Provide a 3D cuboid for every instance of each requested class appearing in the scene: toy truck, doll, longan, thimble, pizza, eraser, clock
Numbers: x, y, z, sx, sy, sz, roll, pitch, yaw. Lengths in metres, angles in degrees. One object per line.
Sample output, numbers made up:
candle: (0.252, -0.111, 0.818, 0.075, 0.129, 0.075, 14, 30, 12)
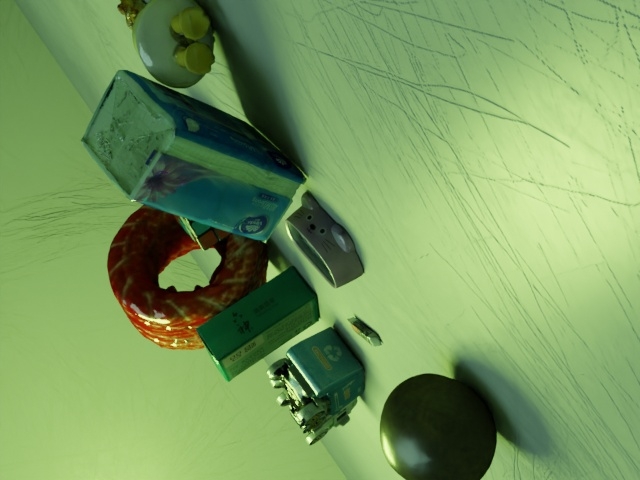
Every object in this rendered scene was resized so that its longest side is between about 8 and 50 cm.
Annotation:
toy truck: (-0.006, 0.321, 2.018, 0.146, 0.175, 0.367, 53, 167, 20)
doll: (-0.223, -0.307, 1.402, 0.296, 0.117, 0.142, -129, 26, -69)
longan: (0.165, 0.270, 1.311, 0.167, 0.167, 0.187, 58, -171, -9)
thimble: (-0.286, 0.067, 2.047, 0.350, 0.350, 0.231, 50, 167, 24)
pizza: (-0.317, -0.381, 1.683, 0.175, 0.046, 0.134, 56, 168, -1)
eraser: (0.077, 0.164, 1.666, 0.099, 0.019, 0.027, 36, 157, 59)
clock: (0.000, 0.000, 1.460, 0.153, 0.050, 0.110, 47, 165, 35)

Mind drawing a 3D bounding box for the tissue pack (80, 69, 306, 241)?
tissue pack: (-0.190, -0.122, 1.388, 0.263, 0.146, 0.198, 20, -162, -47)

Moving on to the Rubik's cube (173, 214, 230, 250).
Rubik's cube: (-0.228, -0.102, 1.826, 0.154, 0.151, 0.155, 38, 159, 51)

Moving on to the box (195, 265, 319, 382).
box: (-0.128, 0.176, 1.944, 0.092, 0.244, 0.153, 51, 166, 22)
